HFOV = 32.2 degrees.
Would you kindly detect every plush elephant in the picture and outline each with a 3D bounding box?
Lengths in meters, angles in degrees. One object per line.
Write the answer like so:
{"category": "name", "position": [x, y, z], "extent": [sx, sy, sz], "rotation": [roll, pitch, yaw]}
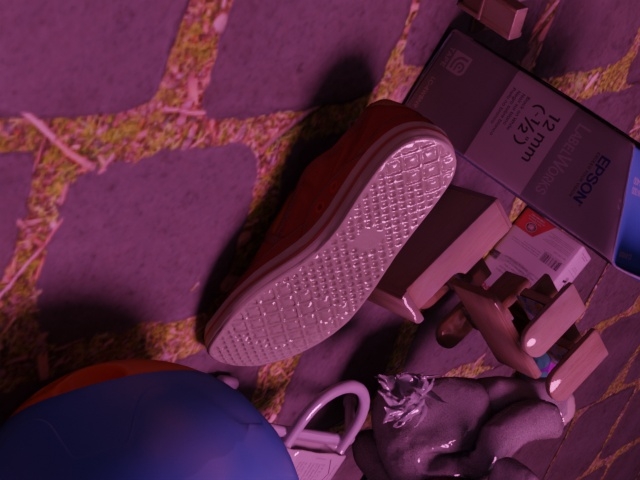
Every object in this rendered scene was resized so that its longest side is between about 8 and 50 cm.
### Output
{"category": "plush elephant", "position": [0.160, 0.297, 1.328], "extent": [0.272, 0.255, 0.330], "rotation": [-12, 164, 23]}

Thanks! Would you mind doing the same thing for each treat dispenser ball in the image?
{"category": "treat dispenser ball", "position": [-0.158, 0.245, 0.949], "extent": [0.288, 0.288, 0.288], "rotation": [-33, 144, -28]}

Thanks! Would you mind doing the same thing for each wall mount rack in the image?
{"category": "wall mount rack", "position": [-0.060, 0.279, 1.274], "extent": [0.304, 0.130, 0.350], "rotation": [22, 105, -54]}

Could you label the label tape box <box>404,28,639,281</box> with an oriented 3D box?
{"category": "label tape box", "position": [0.285, -0.063, 1.137], "extent": [0.249, 0.348, 0.115], "rotation": [13, 112, -56]}

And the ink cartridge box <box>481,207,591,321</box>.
{"category": "ink cartridge box", "position": [0.275, 0.042, 1.472], "extent": [0.135, 0.099, 0.056], "rotation": [-51, 150, 1]}

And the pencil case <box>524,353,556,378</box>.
{"category": "pencil case", "position": [0.353, 0.229, 1.762], "extent": [0.065, 0.070, 0.151], "rotation": [8, 99, -8]}

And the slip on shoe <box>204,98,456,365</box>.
{"category": "slip on shoe", "position": [0.000, 0.000, 1.078], "extent": [0.123, 0.101, 0.331], "rotation": [22, 118, -35]}

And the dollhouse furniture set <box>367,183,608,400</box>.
{"category": "dollhouse furniture set", "position": [0.169, 0.082, 1.283], "extent": [0.161, 0.212, 0.242], "rotation": [-43, 121, -16]}

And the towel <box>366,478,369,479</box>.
{"category": "towel", "position": [0.178, 0.354, 1.731], "extent": [0.370, 0.040, 0.271], "rotation": [3, 120, -54]}

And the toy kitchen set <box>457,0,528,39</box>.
{"category": "toy kitchen set", "position": [0.189, -0.224, 1.110], "extent": [0.083, 0.075, 0.068], "rotation": [-20, 138, -34]}
